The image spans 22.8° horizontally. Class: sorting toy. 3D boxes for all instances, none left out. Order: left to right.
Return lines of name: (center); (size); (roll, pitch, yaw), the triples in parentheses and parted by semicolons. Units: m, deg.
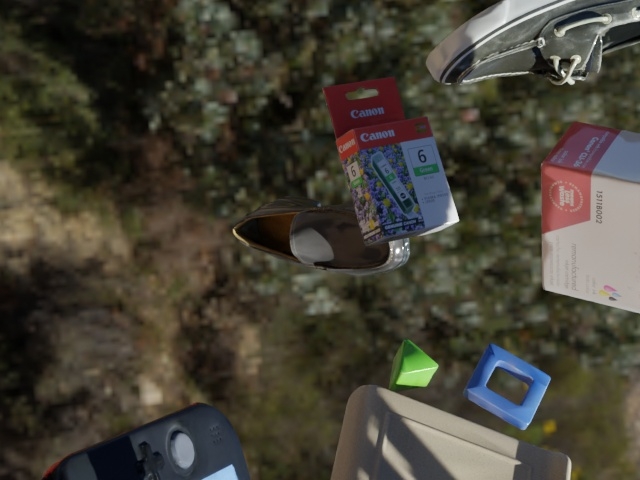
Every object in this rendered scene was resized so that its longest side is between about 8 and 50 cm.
sorting toy: (0.099, 0.225, 1.287); (0.047, 0.196, 0.347); (114, -7, -48)

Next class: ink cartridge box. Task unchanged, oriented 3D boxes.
ink cartridge box: (0.047, -0.058, 1.082); (0.029, 0.063, 0.115); (-29, -105, 61)
ink cartridge box: (0.260, -0.004, 1.123); (0.067, 0.198, 0.115); (-49, 142, -44)

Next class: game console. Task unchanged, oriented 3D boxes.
game console: (-0.141, 0.382, 1.676); (0.342, 0.060, 0.386); (-14, 87, -67)

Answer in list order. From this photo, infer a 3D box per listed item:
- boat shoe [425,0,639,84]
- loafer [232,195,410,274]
boat shoe: (0.191, -0.160, 1.221); (0.078, 0.219, 0.070); (68, -1, -77)
loafer: (0.000, 0.000, 1.249); (0.170, 0.061, 0.062); (4, -77, 50)
